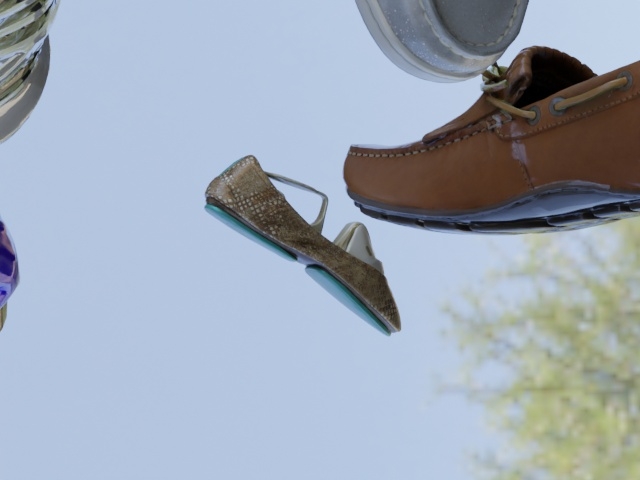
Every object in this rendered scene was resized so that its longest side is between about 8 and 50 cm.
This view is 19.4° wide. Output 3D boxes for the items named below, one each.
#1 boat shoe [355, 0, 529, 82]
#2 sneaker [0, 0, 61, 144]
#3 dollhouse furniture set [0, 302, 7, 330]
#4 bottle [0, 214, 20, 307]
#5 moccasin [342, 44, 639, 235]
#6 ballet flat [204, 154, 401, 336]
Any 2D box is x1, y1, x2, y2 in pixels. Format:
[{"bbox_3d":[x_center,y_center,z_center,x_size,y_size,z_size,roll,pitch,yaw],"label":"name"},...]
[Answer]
[{"bbox_3d":[0.083,-0.244,0.988,0.118,0.103,0.320,8,-92,-30],"label":"boat shoe"},{"bbox_3d":[-0.315,-0.096,0.771,0.169,0.447,0.257,69,159,12],"label":"sneaker"},{"bbox_3d":[-0.347,0.206,1.273,0.256,0.362,0.394,-65,-13,-51],"label":"dollhouse furniture set"},{"bbox_3d":[-0.274,-0.059,0.997,0.283,0.118,0.092,51,-176,23],"label":"bottle"},{"bbox_3d":[0.165,-0.082,1.326,0.139,0.380,0.147,-1,-95,-40],"label":"moccasin"},{"bbox_3d":[0.000,0.000,1.544,0.206,0.073,0.067,37,-99,-21],"label":"ballet flat"}]
